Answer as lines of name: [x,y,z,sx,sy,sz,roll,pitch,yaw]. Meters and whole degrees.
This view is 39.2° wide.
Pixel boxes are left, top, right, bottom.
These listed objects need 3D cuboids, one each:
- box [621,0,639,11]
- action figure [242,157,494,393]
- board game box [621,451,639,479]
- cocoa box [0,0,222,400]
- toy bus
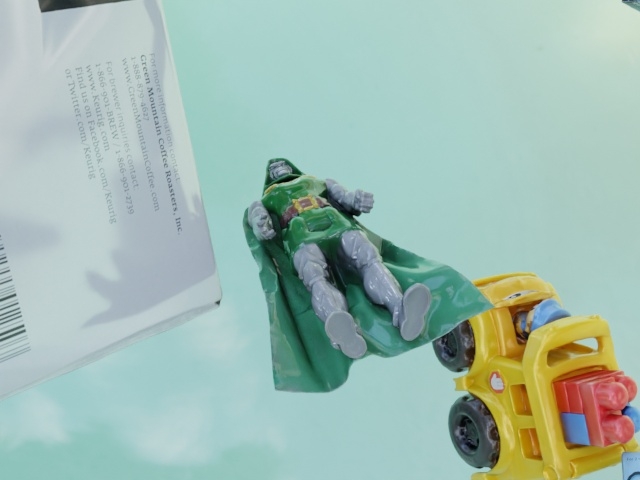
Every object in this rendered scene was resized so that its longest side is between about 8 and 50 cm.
box: [0.552,-0.465,1.404,0.044,0.159,0.233,13,93,49]
action figure: [0.000,0.000,0.604,0.137,0.063,0.232,-16,30,-12]
board game box: [0.341,0.332,0.751,0.144,0.142,0.275,-8,51,25]
cocoa box: [-0.245,-0.094,0.571,0.228,0.347,0.231,5,20,45]
toy bus: [0.230,0.134,0.899,0.149,0.211,0.220,-9,84,-25]
